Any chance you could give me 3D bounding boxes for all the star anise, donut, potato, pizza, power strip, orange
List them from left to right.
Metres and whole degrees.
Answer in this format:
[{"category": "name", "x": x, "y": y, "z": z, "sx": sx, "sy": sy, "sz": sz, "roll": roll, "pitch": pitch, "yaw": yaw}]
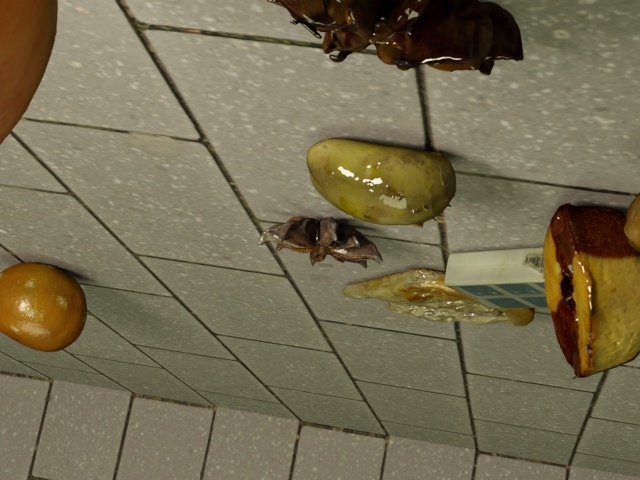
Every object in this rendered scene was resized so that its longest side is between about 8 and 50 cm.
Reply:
[{"category": "orange", "x": -0.427, "y": 0.098, "z": 1.898, "sx": 0.156, "sy": 0.124, "sz": 0.156, "roll": 26, "pitch": 163, "yaw": 9}, {"category": "star anise", "x": -0.001, "y": -0.001, "z": 1.393, "sx": 0.141, "sy": 0.042, "sz": 0.141, "roll": 7, "pitch": 166, "yaw": 2}, {"category": "star anise", "x": 0.035, "y": -0.147, "z": 0.764, "sx": 0.177, "sy": 0.073, "sz": 0.234, "roll": 15, "pitch": -177, "yaw": 16}, {"category": "potato", "x": 0.052, "y": -0.051, "z": 1.121, "sx": 0.137, "sy": 0.070, "sz": 0.091, "roll": 6, "pitch": 163, "yaw": 18}, {"category": "pizza", "x": 0.135, "y": 0.075, "z": 1.589, "sx": 0.262, "sy": 0.034, "sz": 0.181, "roll": -2, "pitch": 161, "yaw": 39}, {"category": "donut", "x": 0.259, "y": 0.045, "z": 1.181, "sx": 0.073, "sy": 0.166, "sz": 0.184, "roll": -7, "pitch": 153, "yaw": 2}, {"category": "power strip", "x": 0.295, "y": 0.037, "z": 1.325, "sx": 0.367, "sy": 0.043, "sz": 0.106, "roll": -5, "pitch": 159, "yaw": 46}]

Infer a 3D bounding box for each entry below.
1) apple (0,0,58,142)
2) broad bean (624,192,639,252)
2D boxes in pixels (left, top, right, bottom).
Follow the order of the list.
[{"category": "apple", "x": -0.248, "y": -0.150, "z": 0.456, "sx": 0.363, "sy": 0.364, "sz": 0.364, "roll": 10, "pitch": 165, "yaw": 3}, {"category": "broad bean", "x": 0.357, "y": -0.006, "z": 0.986, "sx": 0.228, "sy": 0.122, "sz": 0.156, "roll": 13, "pitch": -168, "yaw": 14}]
